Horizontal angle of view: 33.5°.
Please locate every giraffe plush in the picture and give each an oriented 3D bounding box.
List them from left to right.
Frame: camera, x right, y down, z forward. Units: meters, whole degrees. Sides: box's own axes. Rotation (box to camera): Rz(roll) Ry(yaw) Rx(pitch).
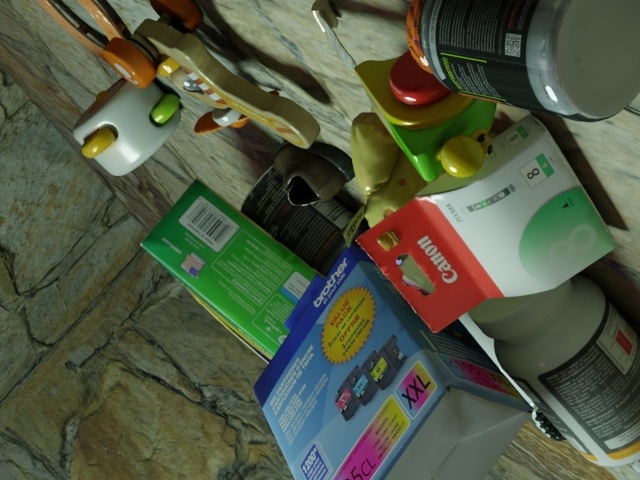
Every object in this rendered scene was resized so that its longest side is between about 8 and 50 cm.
[{"bbox_3d":[0.136,-0.072,1.206,0.170,0.210,0.181,1,145,25],"label":"giraffe plush"}]

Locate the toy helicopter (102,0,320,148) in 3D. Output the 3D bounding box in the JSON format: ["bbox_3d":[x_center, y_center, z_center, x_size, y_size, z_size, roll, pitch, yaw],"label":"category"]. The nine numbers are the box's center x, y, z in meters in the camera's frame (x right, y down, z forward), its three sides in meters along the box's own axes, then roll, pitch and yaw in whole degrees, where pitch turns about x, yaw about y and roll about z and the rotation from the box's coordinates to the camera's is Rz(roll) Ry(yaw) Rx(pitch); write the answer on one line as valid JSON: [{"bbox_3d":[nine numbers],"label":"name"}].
[{"bbox_3d":[-0.137,-0.214,1.568,0.355,0.140,0.235,31,166,31],"label":"toy helicopter"}]

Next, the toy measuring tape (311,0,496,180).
[{"bbox_3d":[0.097,-0.181,1.118,0.121,0.121,0.330,55,-175,-47],"label":"toy measuring tape"}]

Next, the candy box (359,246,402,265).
[{"bbox_3d":[0.173,0.067,1.736,0.196,0.070,0.165,46,167,-20],"label":"candy box"}]

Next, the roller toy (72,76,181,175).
[{"bbox_3d":[-0.389,-0.236,2.108,0.146,0.209,0.191,47,173,-19],"label":"roller toy"}]

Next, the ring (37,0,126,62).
[{"bbox_3d":[-0.468,-0.448,2.009,0.336,0.032,0.336,38,167,10],"label":"ring"}]

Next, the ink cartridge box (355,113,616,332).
[{"bbox_3d":[0.179,0.000,1.131,0.181,0.225,0.056,49,-172,-34],"label":"ink cartridge box"}]

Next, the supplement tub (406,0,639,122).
[{"bbox_3d":[0.161,-0.165,0.851,0.190,0.117,0.117,25,160,52],"label":"supplement tub"}]

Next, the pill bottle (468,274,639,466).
[{"bbox_3d":[0.319,0.143,1.339,0.278,0.162,0.162,47,167,-21],"label":"pill bottle"}]

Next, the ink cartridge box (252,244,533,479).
[{"bbox_3d":[0.066,0.193,1.409,0.151,0.270,0.395,25,-163,-30],"label":"ink cartridge box"}]

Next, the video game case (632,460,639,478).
[{"bbox_3d":[0.619,0.449,1.818,0.157,0.019,0.143,27,162,46],"label":"video game case"}]

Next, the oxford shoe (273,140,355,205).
[{"bbox_3d":[-0.034,-0.107,1.711,0.083,0.096,0.227,44,169,-22],"label":"oxford shoe"}]

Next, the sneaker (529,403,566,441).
[{"bbox_3d":[0.348,0.246,1.819,0.234,0.078,0.106,49,169,-18],"label":"sneaker"}]

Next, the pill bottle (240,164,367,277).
[{"bbox_3d":[-0.010,-0.019,1.855,0.246,0.130,0.130,40,168,8],"label":"pill bottle"}]

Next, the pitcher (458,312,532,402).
[{"bbox_3d":[0.248,0.163,1.583,0.207,0.178,0.125,39,169,13],"label":"pitcher"}]

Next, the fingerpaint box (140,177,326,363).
[{"bbox_3d":[-0.062,0.134,1.876,0.445,0.163,0.371,38,172,19],"label":"fingerpaint box"}]

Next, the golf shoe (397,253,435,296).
[{"bbox_3d":[0.171,-0.001,1.446,0.115,0.140,0.306,31,-168,-10],"label":"golf shoe"}]
